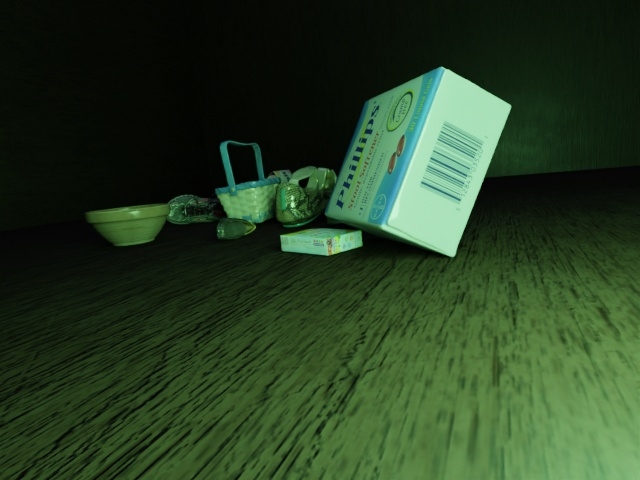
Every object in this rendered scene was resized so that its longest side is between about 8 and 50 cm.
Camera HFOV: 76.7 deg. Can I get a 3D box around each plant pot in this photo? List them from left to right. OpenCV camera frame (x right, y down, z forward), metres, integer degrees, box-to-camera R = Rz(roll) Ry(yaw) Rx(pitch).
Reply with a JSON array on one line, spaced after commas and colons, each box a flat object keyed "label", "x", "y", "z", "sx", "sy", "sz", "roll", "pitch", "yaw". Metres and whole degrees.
[{"label": "plant pot", "x": -0.574, "y": -0.047, "z": 1.228, "sx": 0.237, "sy": 0.110, "sz": 0.237, "roll": -5, "pitch": 10, "yaw": 1}]

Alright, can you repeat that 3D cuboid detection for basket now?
[{"label": "basket", "x": -0.259, "y": -0.205, "z": 1.438, "sx": 0.201, "sy": 0.289, "sz": 0.255, "roll": -2, "pitch": 9, "yaw": 20}]

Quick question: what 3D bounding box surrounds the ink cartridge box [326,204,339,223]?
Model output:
[{"label": "ink cartridge box", "x": 0.143, "y": -0.101, "z": 1.129, "sx": 0.235, "sy": 0.056, "sz": 0.171, "roll": -4, "pitch": -12, "yaw": -9}]

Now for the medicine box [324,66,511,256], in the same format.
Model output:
[{"label": "medicine box", "x": 0.156, "y": -0.134, "z": 0.755, "sx": 0.149, "sy": 0.263, "sz": 0.289, "roll": 20, "pitch": 1, "yaw": -20}]

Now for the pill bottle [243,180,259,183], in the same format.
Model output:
[{"label": "pill bottle", "x": -0.269, "y": -0.185, "z": 1.683, "sx": 0.124, "sy": 0.124, "sz": 0.221, "roll": -13, "pitch": 14, "yaw": -38}]

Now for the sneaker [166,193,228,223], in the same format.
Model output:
[{"label": "sneaker", "x": -0.483, "y": -0.131, "z": 1.652, "sx": 0.299, "sy": 0.121, "sz": 0.112, "roll": -8, "pitch": 12, "yaw": -16}]

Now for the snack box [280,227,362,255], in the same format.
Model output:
[{"label": "snack box", "x": 0.000, "y": 0.000, "z": 0.827, "sx": 0.100, "sy": 0.037, "sz": 0.141, "roll": -15, "pitch": 14, "yaw": -42}]

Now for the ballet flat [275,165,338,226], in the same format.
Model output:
[{"label": "ballet flat", "x": -0.012, "y": -0.169, "z": 1.413, "sx": 0.164, "sy": 0.182, "sz": 0.483, "roll": -2, "pitch": 10, "yaw": 24}]

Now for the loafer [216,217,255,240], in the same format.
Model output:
[{"label": "loafer", "x": -0.233, "y": -0.035, "z": 1.114, "sx": 0.061, "sy": 0.062, "sz": 0.170, "roll": 1, "pitch": 12, "yaw": 11}]

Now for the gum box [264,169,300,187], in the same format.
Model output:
[{"label": "gum box", "x": -0.121, "y": -0.181, "z": 1.577, "sx": 0.062, "sy": 0.188, "sz": 0.107, "roll": -38, "pitch": -8, "yaw": 31}]
